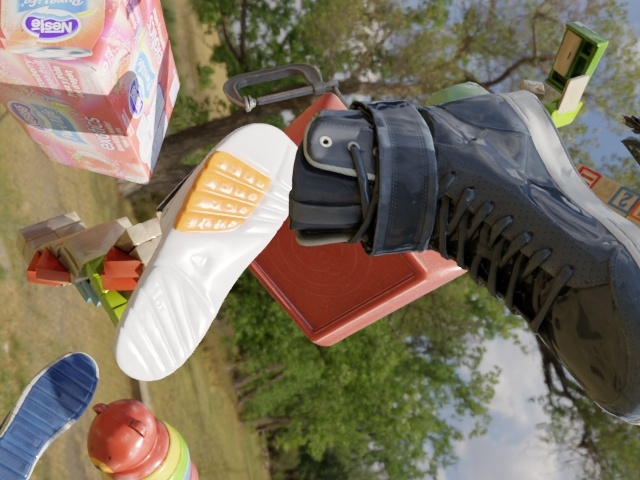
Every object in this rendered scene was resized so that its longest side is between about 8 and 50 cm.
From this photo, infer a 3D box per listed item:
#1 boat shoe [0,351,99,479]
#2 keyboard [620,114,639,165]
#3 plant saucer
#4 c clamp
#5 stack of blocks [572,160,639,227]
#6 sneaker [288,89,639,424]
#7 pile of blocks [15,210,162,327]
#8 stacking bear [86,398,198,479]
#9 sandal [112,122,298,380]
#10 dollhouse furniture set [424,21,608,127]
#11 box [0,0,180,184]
[{"bbox_3d":[-0.312,0.198,0.716,0.066,0.183,0.066,44,-38,-15],"label":"boat shoe"},{"bbox_3d":[0.595,-0.121,1.082,0.201,0.033,0.317,42,8,-22],"label":"keyboard"},{"bbox_3d":[0.000,0.000,0.806,0.258,0.259,0.048,50,39,-6],"label":"plant saucer"},{"bbox_3d":[-0.054,-0.211,0.927,0.137,0.160,0.022,-107,-172,-46],"label":"c clamp"},{"bbox_3d":[0.499,-0.002,1.162,0.087,0.171,0.297,35,4,-45],"label":"stack of blocks"},{"bbox_3d":[0.069,0.003,0.351,0.226,0.163,0.086,-108,-160,-44],"label":"sneaker"},{"bbox_3d":[-0.287,0.047,0.841,0.362,0.112,0.149,2,-68,47],"label":"pile of blocks"},{"bbox_3d":[-0.319,0.381,1.172,0.175,0.164,0.289,25,-34,24],"label":"stacking bear"},{"bbox_3d":[-0.117,0.000,0.624,0.076,0.265,0.102,12,-26,51],"label":"sandal"},{"bbox_3d":[0.171,-0.133,0.561,0.076,0.151,0.059,51,-30,34],"label":"dollhouse furniture set"},{"bbox_3d":[-0.259,-0.192,0.743,0.300,0.142,0.154,108,-6,-75],"label":"box"}]
